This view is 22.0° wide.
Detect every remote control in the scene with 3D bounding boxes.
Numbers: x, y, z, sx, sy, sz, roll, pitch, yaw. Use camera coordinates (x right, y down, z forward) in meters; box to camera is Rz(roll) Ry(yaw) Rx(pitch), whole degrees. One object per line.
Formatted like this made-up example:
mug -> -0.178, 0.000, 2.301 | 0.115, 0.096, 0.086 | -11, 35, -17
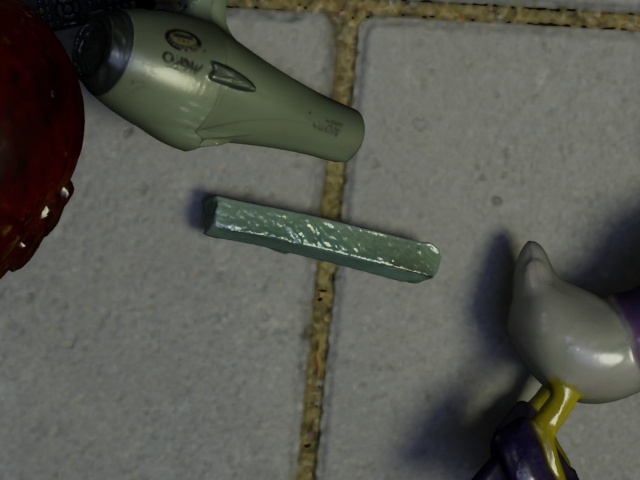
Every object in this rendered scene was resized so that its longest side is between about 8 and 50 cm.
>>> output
remote control -> -0.157, -0.160, 1.100 | 0.091, 0.016, 0.034 | -15, 124, -13

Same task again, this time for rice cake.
rice cake -> 0.000, 0.000, 1.184 | 0.180, 0.042, 0.030 | 13, 73, -21

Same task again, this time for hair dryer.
hair dryer -> -0.043, -0.142, 1.116 | 0.219, 0.088, 0.225 | 41, 64, -35

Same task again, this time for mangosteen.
mangosteen -> -0.270, -0.079, 0.992 | 0.257, 0.215, 0.215 | 37, 90, -1

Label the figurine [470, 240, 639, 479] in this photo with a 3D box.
figurine -> 0.254, 0.037, 1.219 | 0.421, 0.154, 0.193 | -45, 89, 3
